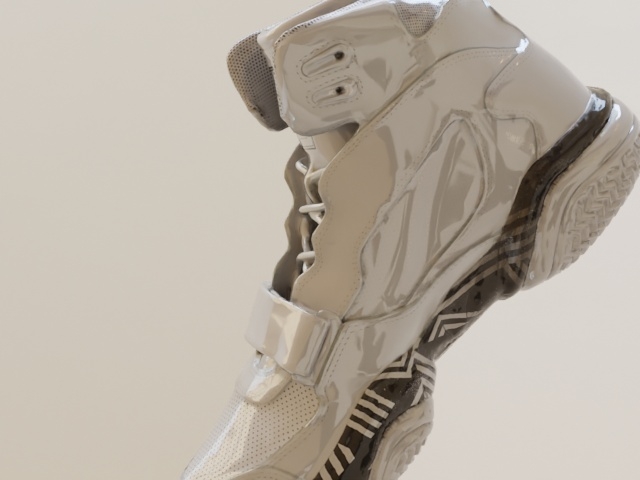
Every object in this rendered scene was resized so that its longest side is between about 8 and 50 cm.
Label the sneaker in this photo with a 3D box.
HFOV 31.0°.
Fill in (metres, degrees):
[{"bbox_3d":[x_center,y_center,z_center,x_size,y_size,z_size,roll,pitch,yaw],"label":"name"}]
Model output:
[{"bbox_3d":[0.000,0.000,0.647,0.366,0.210,0.137,-47,-163,-7],"label":"sneaker"}]
